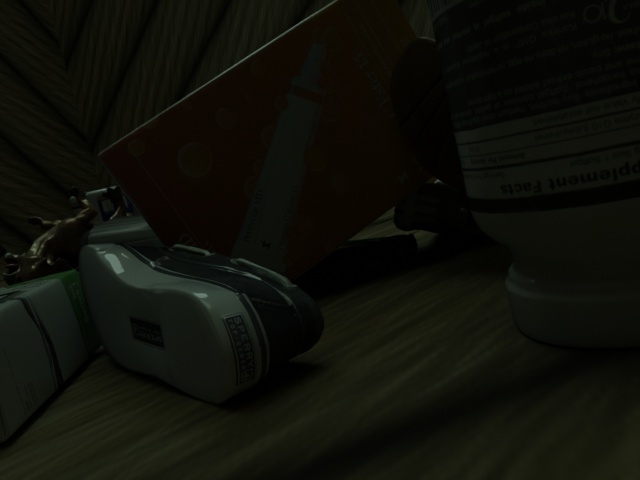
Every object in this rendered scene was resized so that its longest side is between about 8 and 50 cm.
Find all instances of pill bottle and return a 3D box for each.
[{"bbox_3d":[-0.428,-0.011,1.153,0.112,0.187,0.112,-13,8,2],"label":"pill bottle"},{"bbox_3d":[0.163,-0.087,0.353,0.162,0.278,0.162,-14,8,2],"label":"pill bottle"}]

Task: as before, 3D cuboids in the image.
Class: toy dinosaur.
[{"bbox_3d":[-0.391,0.022,0.982,0.295,0.200,0.127,-3,-27,-33],"label":"toy dinosaur"}]

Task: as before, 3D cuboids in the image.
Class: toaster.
[{"bbox_3d":[-0.248,0.018,0.882,0.146,0.129,0.227,-8,7,10],"label":"toaster"}]

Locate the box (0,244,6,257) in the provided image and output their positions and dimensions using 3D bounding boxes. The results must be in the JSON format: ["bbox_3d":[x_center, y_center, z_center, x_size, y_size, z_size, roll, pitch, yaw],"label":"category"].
[{"bbox_3d":[-0.484,0.091,0.586,0.270,0.060,0.216,-43,13,-7],"label":"box"}]

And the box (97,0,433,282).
[{"bbox_3d":[-0.037,-0.100,0.650,0.345,0.215,0.168,-37,13,-10],"label":"box"}]

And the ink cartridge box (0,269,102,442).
[{"bbox_3d":[-0.309,0.104,0.487,0.160,0.093,0.219,-15,8,-3],"label":"ink cartridge box"}]

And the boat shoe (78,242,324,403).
[{"bbox_3d":[-0.118,0.051,0.487,0.102,0.108,0.301,-16,12,-39],"label":"boat shoe"}]

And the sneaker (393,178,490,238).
[{"bbox_3d":[0.198,-0.037,0.743,0.132,0.086,0.228,12,16,31],"label":"sneaker"}]

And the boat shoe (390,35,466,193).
[{"bbox_3d":[0.171,-0.084,0.531,0.089,0.285,0.104,-10,-33,-41],"label":"boat shoe"}]

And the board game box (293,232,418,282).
[{"bbox_3d":[0.015,0.025,0.734,0.186,0.026,0.126,-6,10,44],"label":"board game box"}]

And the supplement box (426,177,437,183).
[{"bbox_3d":[0.196,-0.129,1.335,0.233,0.080,0.078,-12,6,29],"label":"supplement box"}]
